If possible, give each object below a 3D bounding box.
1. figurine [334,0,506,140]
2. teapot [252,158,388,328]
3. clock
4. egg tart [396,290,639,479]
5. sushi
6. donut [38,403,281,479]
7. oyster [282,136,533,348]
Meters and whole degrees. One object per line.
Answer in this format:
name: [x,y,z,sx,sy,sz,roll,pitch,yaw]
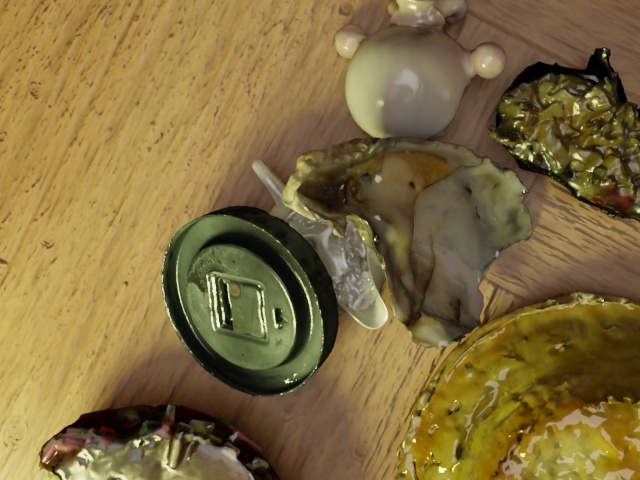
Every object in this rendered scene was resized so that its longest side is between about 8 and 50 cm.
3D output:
figurine: [0.104,-0.208,1.064,0.181,0.144,0.257,4,96,2]
teapot: [0.000,0.000,1.107,0.145,0.092,0.226,-42,87,3]
clock: [-0.077,0.066,1.089,0.214,0.042,0.215,15,118,29]
egg tart: [0.294,0.272,1.049,0.443,0.178,0.443,0,91,5]
sushi: [0.294,-0.113,1.062,0.212,0.115,0.147,36,96,4]
donut: [-0.146,0.331,1.117,0.259,0.136,0.345,-21,91,4]
oyster: [0.101,-0.012,1.039,0.100,0.275,0.271,-10,112,49]
